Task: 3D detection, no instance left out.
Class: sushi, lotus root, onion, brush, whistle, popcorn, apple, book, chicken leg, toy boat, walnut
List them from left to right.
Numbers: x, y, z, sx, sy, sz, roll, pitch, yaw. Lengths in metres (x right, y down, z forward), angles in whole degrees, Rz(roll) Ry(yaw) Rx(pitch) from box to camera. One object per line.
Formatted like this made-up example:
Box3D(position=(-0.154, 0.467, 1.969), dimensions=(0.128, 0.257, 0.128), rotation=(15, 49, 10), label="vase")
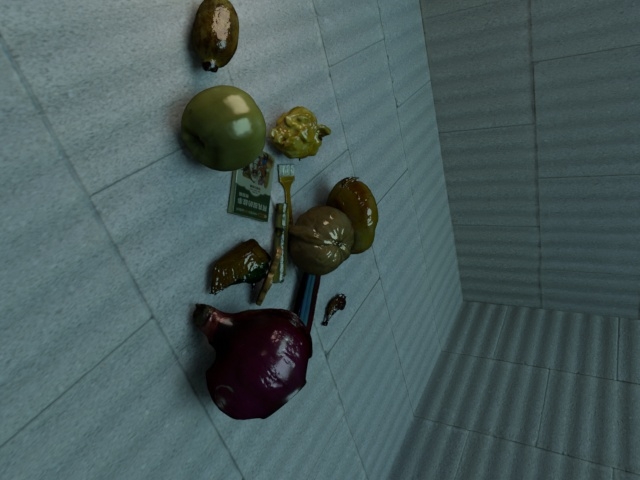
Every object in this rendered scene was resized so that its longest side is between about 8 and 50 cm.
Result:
Box3D(position=(-0.337, -0.653, 1.423), dimensions=(0.145, 0.128, 0.261), rotation=(16, 73, -42), label="lotus root")
Box3D(position=(-0.298, -0.347, 1.397), dimensions=(0.262, 0.262, 0.263), rotation=(-6, 97, -56), label="apple")
Box3D(position=(-0.261, 0.096, 1.567), dimensions=(0.287, 0.148, 0.140), rotation=(-46, 133, -52), label="sushi")
Box3D(position=(-0.243, 0.347, 1.465), dimensions=(0.420, 0.398, 0.398), rotation=(53, 45, -12), label="onion")
Box3D(position=(-0.254, -0.215, 1.666), dimensions=(0.202, 0.027, 0.265), rotation=(15, 80, -56), label="book")
Box3D(position=(-0.160, 0.012, 1.796), dimensions=(0.068, 0.057, 0.327), rotation=(2, 91, -57), label="whistle")
Box3D(position=(-0.135, -0.183, 1.860), dimensions=(0.103, 0.013, 0.273), rotation=(-17, 107, -54), label="brush")
Box3D(position=(-0.086, -0.434, 1.773), dimensions=(0.253, 0.191, 0.190), rotation=(-2, 60, -58), label="popcorn")
Box3D(position=(-0.070, 0.308, 1.912), dimensions=(0.079, 0.136, 0.393), rotation=(17, 80, -22), label="toy boat")
Box3D(position=(0.000, 0.000, 1.847), dimensions=(0.285, 0.285, 0.297), rotation=(31, 78, -53), label="walnut")
Box3D(position=(0.071, 0.331, 2.173), dimensions=(0.219, 0.048, 0.090), rotation=(-39, 120, -48), label="chicken leg")

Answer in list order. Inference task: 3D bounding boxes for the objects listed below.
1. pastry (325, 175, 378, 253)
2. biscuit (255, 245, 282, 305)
Box3D(position=(0.144, -0.108, 2.012), dimensions=(0.163, 0.356, 0.357), rotation=(-11, 103, -24), label="pastry")
Box3D(position=(-0.193, 0.136, 1.695), dimensions=(0.144, 0.040, 0.237), rotation=(-144, -107, -87), label="biscuit")
